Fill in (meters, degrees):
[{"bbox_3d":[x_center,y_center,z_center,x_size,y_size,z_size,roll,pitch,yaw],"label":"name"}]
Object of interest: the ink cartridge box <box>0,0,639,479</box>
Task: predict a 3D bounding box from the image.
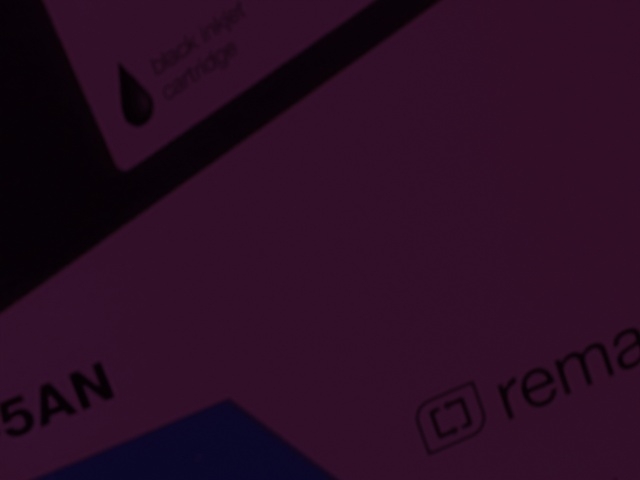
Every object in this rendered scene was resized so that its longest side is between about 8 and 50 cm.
[{"bbox_3d":[-0.030,-0.090,0.483,0.166,0.285,0.394,-152,40,-76],"label":"ink cartridge box"}]
